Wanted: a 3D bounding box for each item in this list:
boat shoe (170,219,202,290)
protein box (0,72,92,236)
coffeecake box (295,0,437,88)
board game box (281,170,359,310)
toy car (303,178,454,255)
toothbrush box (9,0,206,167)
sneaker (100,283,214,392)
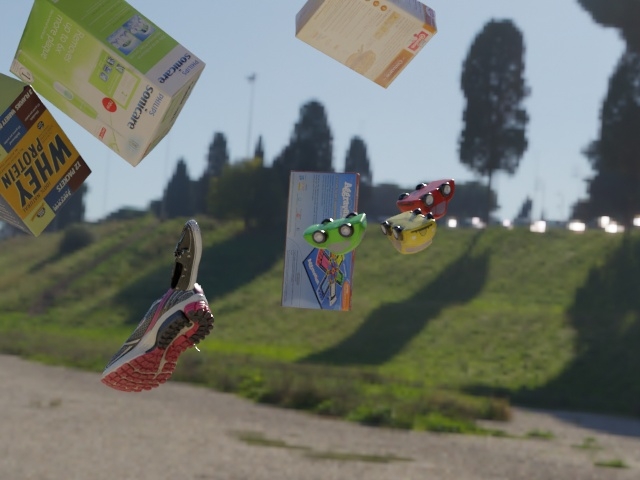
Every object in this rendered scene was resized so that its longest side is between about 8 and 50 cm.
[{"bbox_3d":[-0.244,0.031,2.241,0.040,0.142,0.049,-11,32,-33],"label":"boat shoe"},{"bbox_3d":[-0.485,-0.142,1.825,0.200,0.136,0.201,23,-24,32],"label":"protein box"},{"bbox_3d":[0.074,-0.353,2.024,0.185,0.068,0.142,27,-52,-23],"label":"coffeecake box"},{"bbox_3d":[0.000,0.000,2.539,0.145,0.281,0.027,3,-3,16],"label":"board game box"},{"bbox_3d":[0.086,-0.018,1.862,0.225,0.053,0.239,-13,16,18],"label":"toy car"},{"bbox_3d":[-0.368,-0.298,2.136,0.283,0.122,0.206,37,-42,-2],"label":"toothbrush box"},{"bbox_3d":[-0.330,0.200,2.508,0.299,0.112,0.121,-41,-43,21],"label":"sneaker"}]
